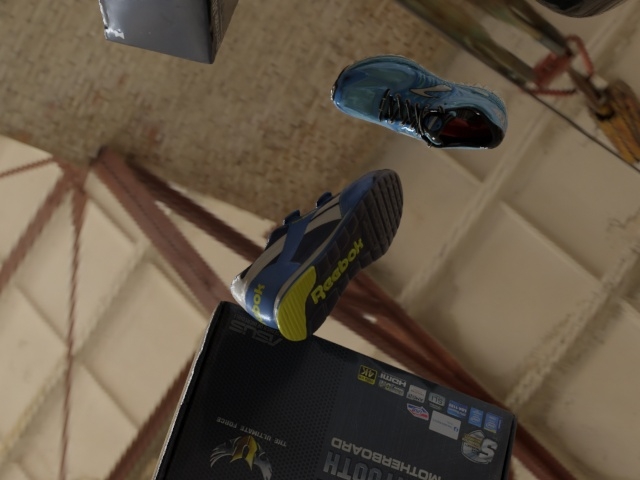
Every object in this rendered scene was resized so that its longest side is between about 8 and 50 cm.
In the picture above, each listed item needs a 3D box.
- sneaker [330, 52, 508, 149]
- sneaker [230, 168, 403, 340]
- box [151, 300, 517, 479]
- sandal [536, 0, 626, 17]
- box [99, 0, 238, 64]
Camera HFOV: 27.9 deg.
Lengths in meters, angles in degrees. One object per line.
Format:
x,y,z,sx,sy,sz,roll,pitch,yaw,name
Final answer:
0.089,-0.116,1.118,0.073,0.162,0.063,-92,-166,-62,sneaker
0.000,0.000,0.811,0.059,0.053,0.144,15,-134,37,sneaker
0.006,0.166,0.874,0.059,0.232,0.183,122,-12,-58,box
0.282,-0.293,0.877,0.167,0.446,0.107,49,-33,-4,sandal
-0.102,-0.245,0.956,0.093,0.156,0.158,15,-118,8,box
